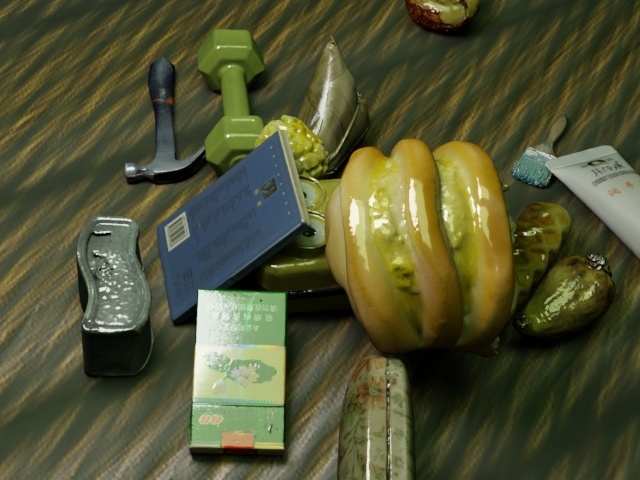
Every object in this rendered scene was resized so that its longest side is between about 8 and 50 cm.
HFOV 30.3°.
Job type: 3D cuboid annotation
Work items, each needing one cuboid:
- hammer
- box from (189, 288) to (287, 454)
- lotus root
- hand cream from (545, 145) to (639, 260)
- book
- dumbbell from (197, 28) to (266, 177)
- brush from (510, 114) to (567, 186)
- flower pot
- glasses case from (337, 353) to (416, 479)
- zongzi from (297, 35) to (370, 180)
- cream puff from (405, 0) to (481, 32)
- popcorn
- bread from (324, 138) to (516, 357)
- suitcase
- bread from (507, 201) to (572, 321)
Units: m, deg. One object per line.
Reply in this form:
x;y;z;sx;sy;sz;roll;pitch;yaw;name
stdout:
-0.262;-0.211;2.022;0.137;0.037;0.290;-2;49;-6;hammer
-0.112;0.181;1.650;0.132;0.034;0.235;3;64;-4;box
0.359;0.096;1.776;0.190;0.094;0.108;-37;41;-23;lotus root
0.509;-0.052;1.931;0.139;0.089;0.314;-17;44;-23;hand cream
-0.134;-0.020;1.753;0.269;0.025;0.191;-36;46;23;book
-0.143;-0.231;2.002;0.121;0.108;0.302;-2;48;-10;dumbbell
0.392;-0.162;2.054;0.070;0.021;0.196;23;48;16;brush
-0.299;0.077;1.716;0.103;0.108;0.229;-4;50;-11;flower pot
0.069;0.336;1.485;0.098;0.157;0.425;9;48;-7;glasses case
-0.001;-0.208;1.941;0.099;0.197;0.194;13;49;29;zongzi
0.233;-0.446;2.249;0.149;0.084;0.149;2;52;-3;cream puff
-0.047;-0.130;1.856;0.120;0.106;0.116;22;37;-5;popcorn
0.141;-0.003;1.620;0.270;0.211;0.316;8;61;-25;bread
0.000;0.000;1.787;0.234;0.143;0.194;-5;49;-9;suitcase
0.303;0.034;1.817;0.087;0.098;0.269;35;53;10;bread
